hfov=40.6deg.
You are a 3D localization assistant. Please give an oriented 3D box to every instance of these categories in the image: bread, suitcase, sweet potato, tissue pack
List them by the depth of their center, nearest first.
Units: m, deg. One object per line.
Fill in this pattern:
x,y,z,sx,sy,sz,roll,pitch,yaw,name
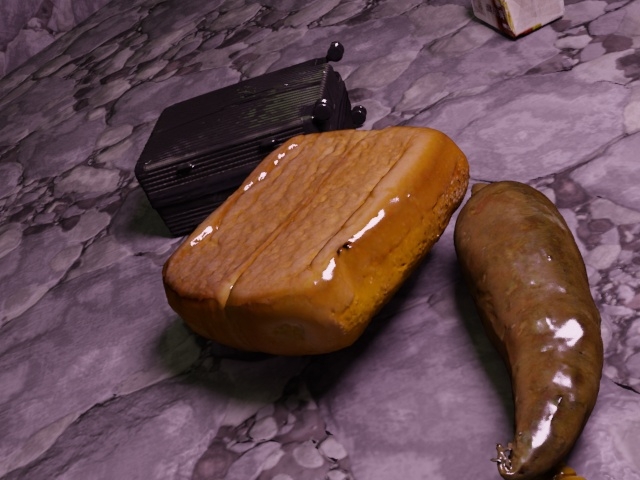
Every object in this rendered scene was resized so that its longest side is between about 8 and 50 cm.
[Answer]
0.198,0.208,0.752,0.049,0.033,0.088,-27,31,-15,bread
0.208,0.067,0.864,0.130,0.130,0.422,-16,36,14,sweet potato
0.004,0.006,1.036,0.328,0.148,0.337,2,45,47,bread
-0.107,-0.159,1.372,0.335,0.152,0.229,-14,33,16,suitcase
0.340,-0.430,1.515,0.106,0.099,0.148,-25,32,-4,tissue pack
